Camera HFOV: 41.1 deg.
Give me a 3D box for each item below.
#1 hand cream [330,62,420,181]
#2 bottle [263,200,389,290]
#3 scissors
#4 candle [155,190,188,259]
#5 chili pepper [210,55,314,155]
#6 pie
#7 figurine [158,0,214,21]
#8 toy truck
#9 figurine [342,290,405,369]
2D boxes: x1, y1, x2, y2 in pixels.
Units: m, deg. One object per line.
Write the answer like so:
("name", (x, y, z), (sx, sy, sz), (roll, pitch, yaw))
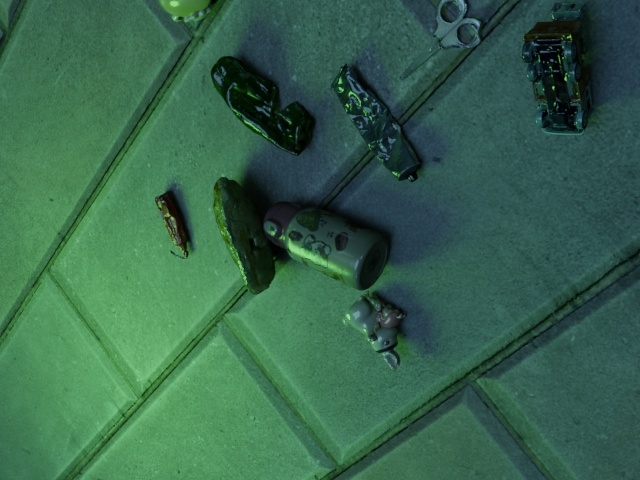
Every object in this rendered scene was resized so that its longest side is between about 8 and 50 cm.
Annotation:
("hand cream", (0.099, -0.207, 1.557), (0.248, 0.052, 0.075), (54, 128, 8))
("bottle", (0.000, 0.000, 1.666), (0.253, 0.120, 0.120), (23, 120, 27))
("scissors", (0.196, -0.334, 1.462), (0.100, 0.015, 0.189), (53, 130, 4))
("candle", (-0.338, -0.031, 1.950), (0.053, 0.048, 0.162), (0, 111, 68))
("chili pepper", (-0.121, -0.264, 1.683), (0.253, 0.083, 0.099), (41, 117, 13))
("pie", (-0.158, -0.018, 1.762), (0.090, 0.201, 0.248), (-21, 104, -1))
("figurine", (-0.227, -0.523, 1.566), (0.394, 0.274, 0.226), (-26, 88, 58))
("toy truck", (0.374, -0.259, 1.303), (0.080, 0.115, 0.177), (8, 135, 34))
("figurine", (0.119, 0.172, 1.668), (0.146, 0.081, 0.098), (43, 127, 16))
